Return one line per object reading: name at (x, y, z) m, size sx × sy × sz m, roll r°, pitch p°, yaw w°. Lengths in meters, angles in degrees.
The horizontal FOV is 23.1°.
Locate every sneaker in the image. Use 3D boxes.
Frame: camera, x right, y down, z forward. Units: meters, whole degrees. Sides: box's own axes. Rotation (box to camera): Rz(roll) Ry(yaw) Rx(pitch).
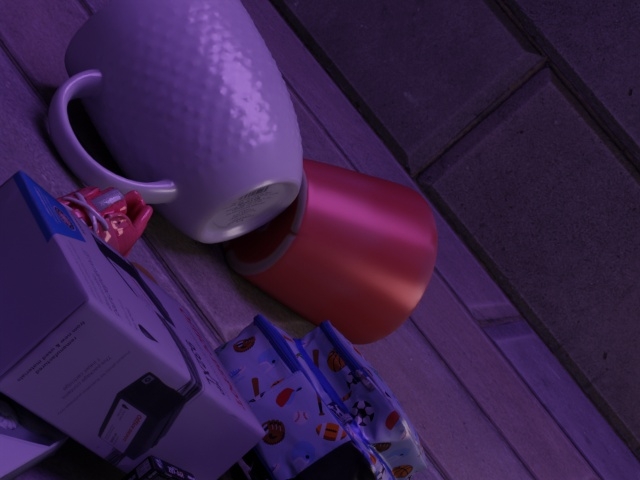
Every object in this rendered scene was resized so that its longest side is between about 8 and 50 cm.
sneaker at (-0.293, -0.017, 1.786) m, size 0.116 × 0.136 × 0.314 m, roll 50°, pitch 15°, yaw 9°

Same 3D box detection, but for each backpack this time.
backpack at (-0.019, 0.207, 1.751) m, size 0.263 × 0.213 × 0.276 m, roll 44°, pitch -14°, yaw 29°

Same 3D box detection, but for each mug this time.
mug at (-0.212, -0.166, 2.226) m, size 0.374 × 0.276 × 0.328 m, roll -15°, pitch 68°, yaw -40°

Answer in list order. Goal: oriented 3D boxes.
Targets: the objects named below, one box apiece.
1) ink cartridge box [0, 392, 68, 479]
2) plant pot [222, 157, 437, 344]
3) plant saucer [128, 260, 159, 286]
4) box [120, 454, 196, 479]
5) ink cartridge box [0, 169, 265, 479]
ink cartridge box at (-0.338, 0.125, 1.477) m, size 0.223 × 0.045 × 0.224 m, roll 49°, pitch 14°, yaw 3°
plant pot at (0.000, 0.000, 2.402) m, size 0.243 × 0.275 × 0.275 m, roll 23°, pitch 27°, yaw -37°
plant saucer at (-0.231, 0.055, 2.020) m, size 0.083 × 0.015 × 0.083 m, roll 45°, pitch 15°, yaw -15°
box at (-0.173, 0.253, 1.551) m, size 0.067 × 0.083 × 0.018 m, roll 33°, pitch 22°, yaw -44°
ink cartridge box at (-0.221, 0.105, 1.580) m, size 0.307 × 0.129 × 0.223 m, roll 45°, pitch 5°, yaw -45°
